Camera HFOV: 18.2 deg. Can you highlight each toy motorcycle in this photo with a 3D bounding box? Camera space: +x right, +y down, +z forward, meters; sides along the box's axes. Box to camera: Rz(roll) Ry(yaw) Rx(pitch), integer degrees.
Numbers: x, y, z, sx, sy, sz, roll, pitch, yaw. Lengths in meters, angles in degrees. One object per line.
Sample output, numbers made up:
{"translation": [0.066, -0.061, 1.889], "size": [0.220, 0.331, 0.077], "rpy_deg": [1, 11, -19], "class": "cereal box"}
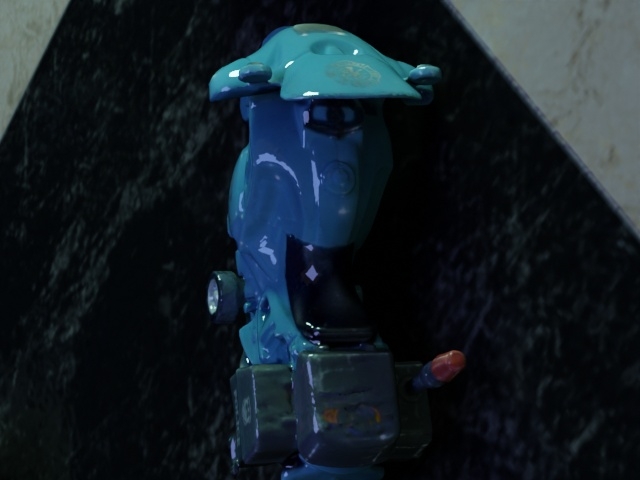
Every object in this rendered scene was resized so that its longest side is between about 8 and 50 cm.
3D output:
{"translation": [0.000, 0.000, 1.064], "size": [0.182, 0.124, 0.272], "rpy_deg": [137, 130, -66], "class": "toy motorcycle"}
